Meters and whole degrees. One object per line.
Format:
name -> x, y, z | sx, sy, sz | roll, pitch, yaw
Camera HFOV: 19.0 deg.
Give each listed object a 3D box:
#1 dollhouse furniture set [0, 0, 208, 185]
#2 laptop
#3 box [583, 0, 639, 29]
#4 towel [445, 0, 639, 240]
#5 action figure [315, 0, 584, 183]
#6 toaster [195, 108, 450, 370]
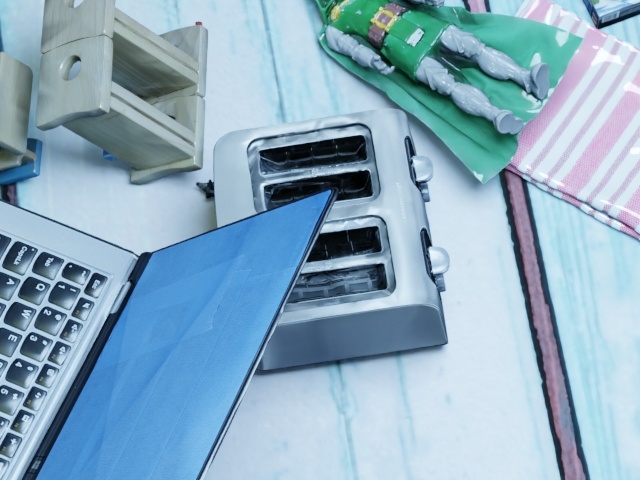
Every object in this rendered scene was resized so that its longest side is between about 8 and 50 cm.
dollhouse furniture set -> -0.202, -0.119, 1.513 | 0.183, 0.129, 0.129 | -13, 64, 31
laptop -> -0.251, 0.096, 1.296 | 0.408, 0.236, 0.382 | 22, 62, 8
box -> 0.270, -0.238, 1.560 | 0.137, 0.027, 0.094 | -20, 70, -4
towel -> 0.215, -0.098, 1.508 | 0.197, 0.029, 0.144 | 30, 74, 14
action figure -> 0.075, -0.156, 1.510 | 0.232, 0.063, 0.137 | 32, 80, 31
toaster -> 0.000, 0.000, 1.439 | 0.185, 0.110, 0.168 | -8, 67, 1
